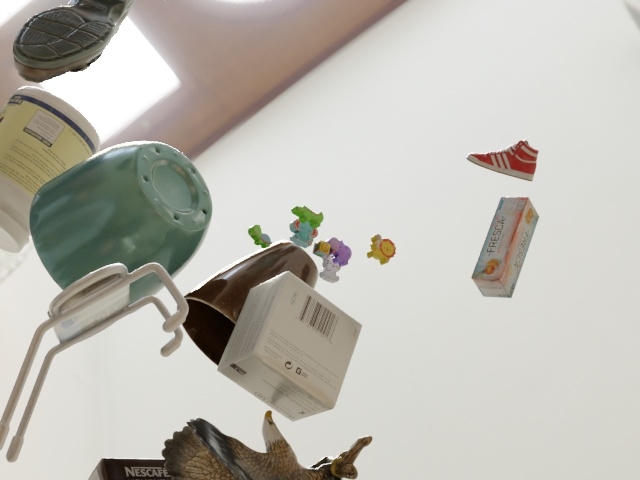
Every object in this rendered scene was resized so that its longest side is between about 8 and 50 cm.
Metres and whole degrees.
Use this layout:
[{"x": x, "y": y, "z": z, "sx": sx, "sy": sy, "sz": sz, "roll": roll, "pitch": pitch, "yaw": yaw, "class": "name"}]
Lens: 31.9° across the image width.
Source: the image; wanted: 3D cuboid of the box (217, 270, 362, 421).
[{"x": -0.051, "y": 0.183, "z": 1.922, "sx": 0.119, "sy": 0.181, "sz": 0.182, "roll": -28, "pitch": -147, "yaw": 48, "class": "box"}]

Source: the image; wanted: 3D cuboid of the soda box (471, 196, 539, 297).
[{"x": 0.327, "y": 0.010, "z": 1.973, "sx": 0.058, "sy": 0.063, "sz": 0.183, "roll": 2, "pitch": -126, "yaw": 37, "class": "soda box"}]

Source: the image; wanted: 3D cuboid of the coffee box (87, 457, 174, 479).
[{"x": -0.295, "y": 0.531, "z": 1.933, "sx": 0.119, "sy": 0.168, "sz": 0.297, "roll": -55, "pitch": -137, "yaw": 34, "class": "coffee box"}]

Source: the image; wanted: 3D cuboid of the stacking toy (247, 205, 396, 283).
[{"x": 0.000, "y": 0.000, "z": 2.001, "sx": 0.167, "sy": 0.221, "sz": 0.052, "roll": -24, "pitch": -133, "yaw": 50, "class": "stacking toy"}]

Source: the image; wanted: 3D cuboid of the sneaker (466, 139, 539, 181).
[{"x": 0.309, "y": -0.146, "z": 1.886, "sx": 0.042, "sy": 0.118, "sz": 0.067, "roll": -25, "pitch": 131, "yaw": -75, "class": "sneaker"}]

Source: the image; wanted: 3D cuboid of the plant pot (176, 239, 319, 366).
[{"x": -0.112, "y": 0.112, "z": 2.099, "sx": 0.215, "sy": 0.215, "sz": 0.230, "roll": 2, "pitch": -139, "yaw": 50, "class": "plant pot"}]

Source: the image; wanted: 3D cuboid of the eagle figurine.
[{"x": -0.096, "y": 0.380, "z": 1.843, "sx": 0.225, "sy": 0.298, "sz": 0.226, "roll": -131, "pitch": -133, "yaw": -57, "class": "eagle figurine"}]

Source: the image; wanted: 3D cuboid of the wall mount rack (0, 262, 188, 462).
[{"x": -0.328, "y": 0.161, "z": 1.521, "sx": 0.304, "sy": 0.130, "sz": 0.350, "roll": -31, "pitch": 172, "yaw": -16, "class": "wall mount rack"}]

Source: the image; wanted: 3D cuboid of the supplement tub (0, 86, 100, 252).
[{"x": -0.675, "y": -0.159, "z": 2.539, "sx": 0.235, "sy": 0.235, "sz": 0.325, "roll": 0, "pitch": -126, "yaw": 49, "class": "supplement tub"}]

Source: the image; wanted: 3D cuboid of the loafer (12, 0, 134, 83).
[{"x": -0.307, "y": -0.257, "z": 1.433, "sx": 0.267, "sy": 0.096, "sz": 0.084, "roll": -63, "pitch": 172, "yaw": -51, "class": "loafer"}]

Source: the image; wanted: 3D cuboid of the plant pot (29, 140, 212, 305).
[{"x": -0.340, "y": -0.045, "z": 2.040, "sx": 0.235, "sy": 0.293, "sz": 0.293, "roll": -33, "pitch": -152, "yaw": 30, "class": "plant pot"}]
